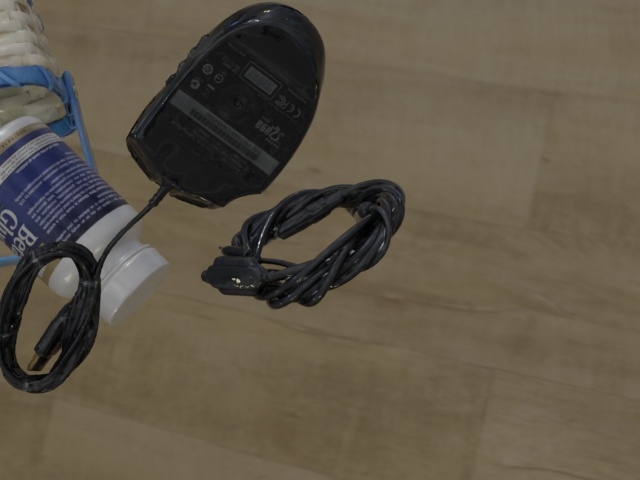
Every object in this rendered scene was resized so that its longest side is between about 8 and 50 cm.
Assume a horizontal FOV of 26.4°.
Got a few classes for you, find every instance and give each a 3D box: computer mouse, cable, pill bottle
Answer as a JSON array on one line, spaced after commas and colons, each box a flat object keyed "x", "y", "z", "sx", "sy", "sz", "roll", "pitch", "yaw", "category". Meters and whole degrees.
[{"x": -0.084, "y": -0.020, "z": 0.680, "sx": 0.071, "sy": 0.041, "sz": 0.242, "roll": 39, "pitch": 104, "yaw": -16, "category": "computer mouse"}, {"x": 0.000, "y": 0.000, "z": 1.072, "sx": 0.184, "sy": 0.150, "sz": 0.047, "roll": -4, "pitch": 117, "yaw": 50, "category": "cable"}, {"x": -0.206, "y": -0.013, "z": 1.109, "sx": 0.169, "sy": 0.094, "sz": 0.094, "roll": 43, "pitch": 99, "yaw": 7, "category": "pill bottle"}]

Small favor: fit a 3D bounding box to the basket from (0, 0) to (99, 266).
[{"x": -0.347, "y": -0.105, "z": 1.329, "sx": 0.255, "sy": 0.201, "sz": 0.289, "roll": -10, "pitch": 73, "yaw": 0, "category": "basket"}]
